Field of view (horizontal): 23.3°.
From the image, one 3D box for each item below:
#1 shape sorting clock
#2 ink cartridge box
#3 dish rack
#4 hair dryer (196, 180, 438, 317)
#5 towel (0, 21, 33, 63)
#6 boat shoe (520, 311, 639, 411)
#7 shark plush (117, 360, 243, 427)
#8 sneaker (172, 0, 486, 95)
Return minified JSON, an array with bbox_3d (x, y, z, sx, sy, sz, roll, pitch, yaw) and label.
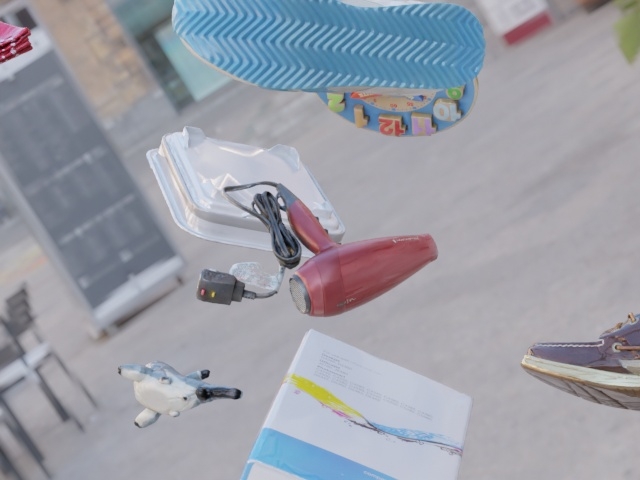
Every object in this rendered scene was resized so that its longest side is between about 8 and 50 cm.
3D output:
[{"bbox_3d":[0.082,-0.187,1.821,0.206,0.206,0.040,-23,44,47],"label":"shape sorting clock"},{"bbox_3d":[0.018,0.259,1.556,0.270,0.197,0.198,-65,-4,-63],"label":"ink cartridge box"},{"bbox_3d":[-0.110,-0.085,2.448,0.333,0.286,0.072,-120,45,-58],"label":"dish rack"},{"bbox_3d":[0.000,0.000,1.934,0.294,0.080,0.223,10,50,7],"label":"hair dryer"},{"bbox_3d":[-0.548,-0.239,2.117,0.275,0.031,0.199,-31,32,-28],"label":"towel"},{"bbox_3d":[0.436,0.157,2.072,0.342,0.123,0.123,4,71,36],"label":"boat shoe"},{"bbox_3d":[-0.146,0.146,1.630,0.161,0.073,0.067,-15,11,47],"label":"shark plush"},{"bbox_3d":[0.001,-0.145,1.153,0.229,0.087,0.092,8,-2,-12],"label":"sneaker"}]
